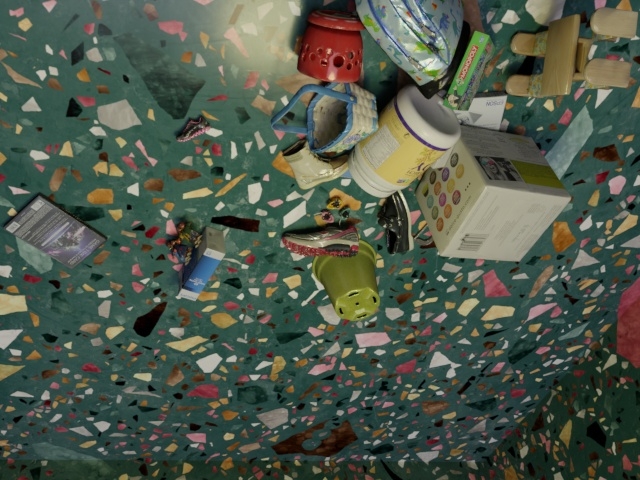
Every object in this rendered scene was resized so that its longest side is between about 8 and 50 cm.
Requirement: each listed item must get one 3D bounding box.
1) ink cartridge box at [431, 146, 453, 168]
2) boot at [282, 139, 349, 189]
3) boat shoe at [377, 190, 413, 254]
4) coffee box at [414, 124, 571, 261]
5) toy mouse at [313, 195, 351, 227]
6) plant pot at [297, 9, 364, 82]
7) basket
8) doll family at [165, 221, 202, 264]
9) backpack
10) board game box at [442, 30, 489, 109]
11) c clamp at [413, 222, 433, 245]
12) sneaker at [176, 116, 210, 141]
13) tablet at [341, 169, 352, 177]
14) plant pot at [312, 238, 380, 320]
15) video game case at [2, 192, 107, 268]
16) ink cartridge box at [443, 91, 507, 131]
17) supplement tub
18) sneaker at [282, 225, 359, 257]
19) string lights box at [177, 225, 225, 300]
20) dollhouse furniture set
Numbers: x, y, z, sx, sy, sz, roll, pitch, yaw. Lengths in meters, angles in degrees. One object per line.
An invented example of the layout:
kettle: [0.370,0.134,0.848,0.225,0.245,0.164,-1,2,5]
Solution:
ink cartridge box: [0.382,-0.334,1.825,0.063,0.150,0.109,-11,135,-35]
boot: [-0.009,-0.283,1.831,0.213,0.077,0.165,-23,129,9]
boat shoe: [0.278,-0.072,2.040,0.113,0.127,0.340,-23,138,-5]
coffee box: [0.588,-0.163,1.873,0.338,0.334,0.338,4,137,-18]
toy mouse: [0.058,-0.106,2.019,0.161,0.031,0.143,-19,137,6]
plant pot: [0.033,-0.569,1.535,0.191,0.191,0.174,0,121,-13]
basket: [0.021,-0.387,1.631,0.289,0.201,0.255,7,163,-28]
doll family: [-0.506,0.005,1.932,0.111,0.076,0.193,37,109,4]
backpack: [0.261,-0.629,1.484,0.355,0.290,0.273,29,153,-16]
board game box: [0.458,-0.502,1.604,0.046,0.317,0.213,26,110,14]
c clamp: [0.433,-0.033,2.177,0.137,0.022,0.161,28,119,-31]
sneaker: [-0.415,-0.359,1.696,0.119,0.047,0.057,-24,116,2]
tablet: [0.102,-0.254,1.926,0.083,0.006,0.054,6,127,-17]
plant pot: [0.121,0.173,2.121,0.276,0.254,0.276,-6,130,-8]
video game case: [-0.927,-0.026,1.856,0.196,0.026,0.274,-35,129,16]
ink cartridge box: [0.529,-0.410,1.873,0.223,0.045,0.224,-7,130,-8]
supplement tub: [0.263,-0.315,1.725,0.241,0.241,0.331,18,140,-26]
sneaker: [0.000,0.000,2.050,0.299,0.112,0.121,3,159,3]
string lights box: [-0.453,0.088,1.992,0.076,0.133,0.260,20,122,-28]
dollhouse furniture set: [0.678,-0.628,1.540,0.256,0.362,0.394,0,101,-15]
